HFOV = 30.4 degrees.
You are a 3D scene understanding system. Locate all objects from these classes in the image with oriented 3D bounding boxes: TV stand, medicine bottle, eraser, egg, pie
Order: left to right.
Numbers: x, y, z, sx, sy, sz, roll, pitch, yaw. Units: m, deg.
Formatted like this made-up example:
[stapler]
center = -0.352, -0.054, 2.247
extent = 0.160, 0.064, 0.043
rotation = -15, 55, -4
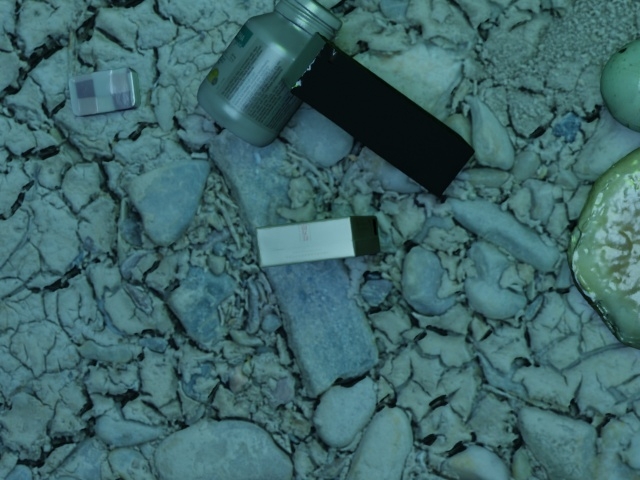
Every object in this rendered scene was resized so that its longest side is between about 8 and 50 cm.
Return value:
[eraser]
center = -0.331, -0.227, 1.807
extent = 0.105, 0.026, 0.065
rotation = -6, 90, 13
[medicine bottle]
center = -0.068, -0.253, 1.691
extent = 0.135, 0.135, 0.215
rotation = 39, 101, 7
[TV stand]
center = 0.080, -0.173, 1.634
extent = 0.269, 0.083, 0.088
rotation = 33, 103, -20
[egg]
center = 0.458, -0.202, 1.590
extent = 0.164, 0.131, 0.131
rotation = 24, 100, -7
[pie]
center = 0.502, 0.003, 1.622
extent = 0.337, 0.075, 0.337
rotation = 2, 96, 18

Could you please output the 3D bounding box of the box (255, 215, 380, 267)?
[box]
center = 0.000, 0.000, 1.664
extent = 0.141, 0.201, 0.058
rotation = -7, 89, 11
